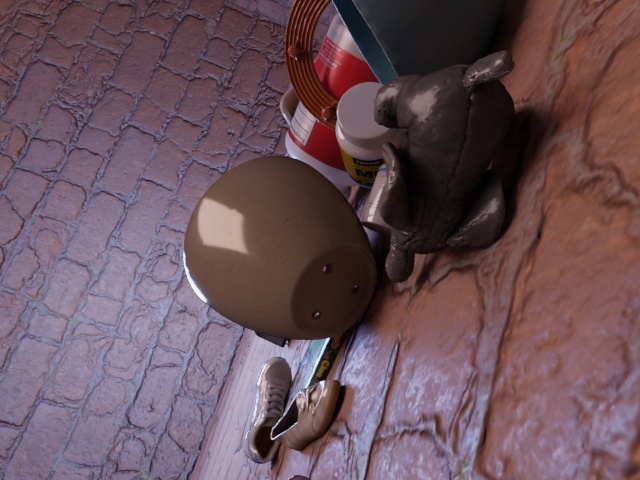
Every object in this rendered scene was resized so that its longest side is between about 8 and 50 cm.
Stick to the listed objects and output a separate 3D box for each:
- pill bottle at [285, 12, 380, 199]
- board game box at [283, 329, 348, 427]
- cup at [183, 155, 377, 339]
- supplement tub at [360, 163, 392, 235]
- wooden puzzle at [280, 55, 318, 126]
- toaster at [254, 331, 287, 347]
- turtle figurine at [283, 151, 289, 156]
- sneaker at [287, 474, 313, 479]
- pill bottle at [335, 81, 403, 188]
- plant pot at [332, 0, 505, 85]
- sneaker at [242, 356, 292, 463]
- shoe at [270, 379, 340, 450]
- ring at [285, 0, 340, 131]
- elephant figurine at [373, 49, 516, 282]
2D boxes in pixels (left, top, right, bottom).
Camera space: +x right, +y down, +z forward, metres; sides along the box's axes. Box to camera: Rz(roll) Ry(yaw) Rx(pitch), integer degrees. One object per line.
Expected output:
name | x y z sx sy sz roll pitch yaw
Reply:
pill bottle | 0.058 -0.276 1.116 0.229 0.229 0.407 -84 18 -59
board game box | -0.015 0.254 0.970 0.136 0.030 0.259 -95 28 -75
cup | -0.038 0.039 0.849 0.237 0.331 0.331 32 102 49
supplement tub | 0.116 -0.068 0.809 0.071 0.071 0.107 157 133 -77
wooden puzzle | 0.030 -0.396 1.318 0.347 0.081 0.322 -55 -26 -9
toaster | -0.120 0.197 1.443 0.168 0.110 0.185 -108 40 -74
turtle figurine | -0.001 -0.335 1.702 0.266 0.198 0.275 -65 13 0
sneaker | 0.001 0.342 0.531 0.282 0.153 0.099 48 -123 -66
pill bottle | 0.090 -0.178 0.852 0.208 0.119 0.119 53 -125 -73
plant pot | 0.153 -0.346 0.731 0.195 0.290 0.290 -33 18 11
sneaker | -0.106 0.374 1.080 0.092 0.088 0.228 149 134 -65
shoe | -0.028 0.302 0.836 0.076 0.058 0.219 -79 14 -48
ring | 0.077 -0.363 0.921 0.032 0.337 0.336 -37 -23 -57
elephant figurine | 0.132 -0.056 0.545 0.169 0.186 0.239 12 92 38
